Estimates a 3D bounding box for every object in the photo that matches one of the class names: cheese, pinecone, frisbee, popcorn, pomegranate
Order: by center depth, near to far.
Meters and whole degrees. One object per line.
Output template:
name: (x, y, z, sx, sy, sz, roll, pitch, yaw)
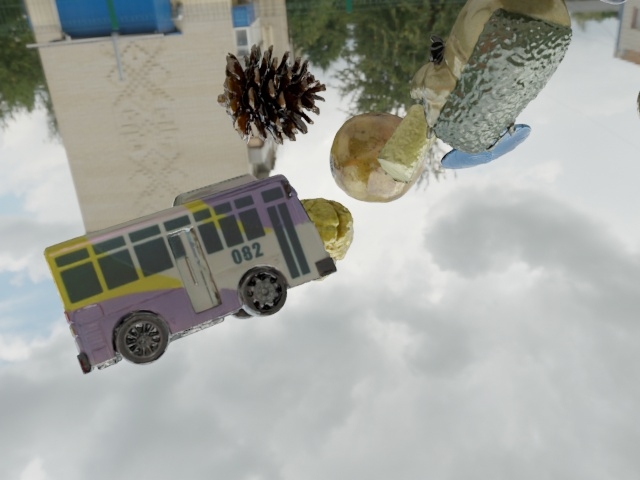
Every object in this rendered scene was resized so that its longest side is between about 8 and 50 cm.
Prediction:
pinecone: (-0.114, -0.339, 1.416, 0.265, 0.263, 0.264, -3, -155, 2)
cheese: (0.218, -0.230, 1.419, 0.094, 0.123, 0.167, 30, -97, 32)
popcorn: (0.000, 0.000, 1.489, 0.201, 0.202, 0.226, 10, 164, -32)
frisbee: (0.428, -0.228, 1.524, 0.242, 0.045, 0.242, -17, 171, -3)
pomegranate: (0.163, -0.238, 1.710, 0.282, 0.281, 0.281, -3, -155, 2)

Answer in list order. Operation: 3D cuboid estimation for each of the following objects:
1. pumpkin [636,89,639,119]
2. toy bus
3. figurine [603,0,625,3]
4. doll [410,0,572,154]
pumpkin: (0.977, -0.416, 1.520, 0.222, 0.316, 0.139, 14, -160, -5)
toy bus: (-0.220, 0.045, 1.030, 0.440, 0.249, 0.209, -20, 178, -20)
figurine: (0.618, -0.620, 1.288, 0.146, 0.222, 0.145, -7, 168, -2)
doll: (0.318, -0.335, 1.150, 0.248, 0.349, 0.247, 12, -140, -10)
